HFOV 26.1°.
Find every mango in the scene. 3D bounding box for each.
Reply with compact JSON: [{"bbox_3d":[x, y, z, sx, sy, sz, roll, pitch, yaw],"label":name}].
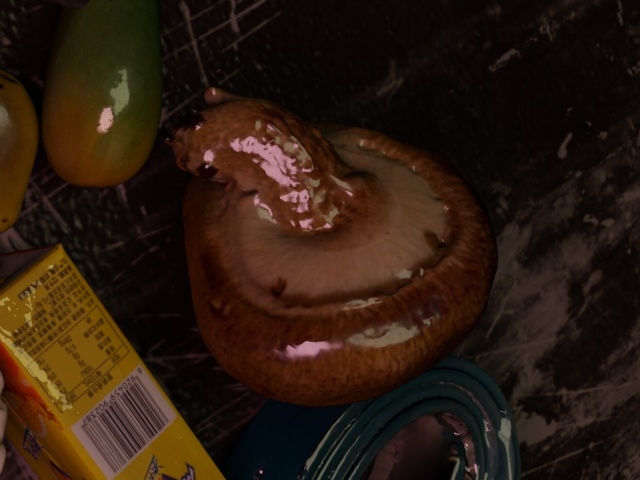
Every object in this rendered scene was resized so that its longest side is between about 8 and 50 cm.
[{"bbox_3d":[-0.316,-0.084,1.304,0.103,0.076,0.161,-6,98,-38],"label":"mango"},{"bbox_3d":[-0.214,-0.173,1.340,0.114,0.156,0.251,0,74,-12],"label":"mango"}]

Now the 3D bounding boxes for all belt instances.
[{"bbox_3d":[0.037,0.318,1.467,0.300,0.173,0.437,37,66,-28],"label":"belt"}]

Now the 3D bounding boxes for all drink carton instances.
[{"bbox_3d":[-0.214,0.178,1.304,0.111,0.154,0.351,-44,111,-30],"label":"drink carton"}]

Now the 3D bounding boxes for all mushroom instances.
[{"bbox_3d":[0.000,0.000,1.362,0.345,0.345,0.260,-45,150,-31],"label":"mushroom"}]

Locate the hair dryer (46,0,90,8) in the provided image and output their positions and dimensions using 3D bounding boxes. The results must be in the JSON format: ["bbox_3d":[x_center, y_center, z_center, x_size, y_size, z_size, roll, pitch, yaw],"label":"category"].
[{"bbox_3d":[-0.289,-0.305,1.249,0.284,0.156,0.320,11,81,7],"label":"hair dryer"}]

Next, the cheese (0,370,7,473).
[{"bbox_3d":[-0.407,0.169,1.106,0.292,0.153,0.332,32,50,-16],"label":"cheese"}]
